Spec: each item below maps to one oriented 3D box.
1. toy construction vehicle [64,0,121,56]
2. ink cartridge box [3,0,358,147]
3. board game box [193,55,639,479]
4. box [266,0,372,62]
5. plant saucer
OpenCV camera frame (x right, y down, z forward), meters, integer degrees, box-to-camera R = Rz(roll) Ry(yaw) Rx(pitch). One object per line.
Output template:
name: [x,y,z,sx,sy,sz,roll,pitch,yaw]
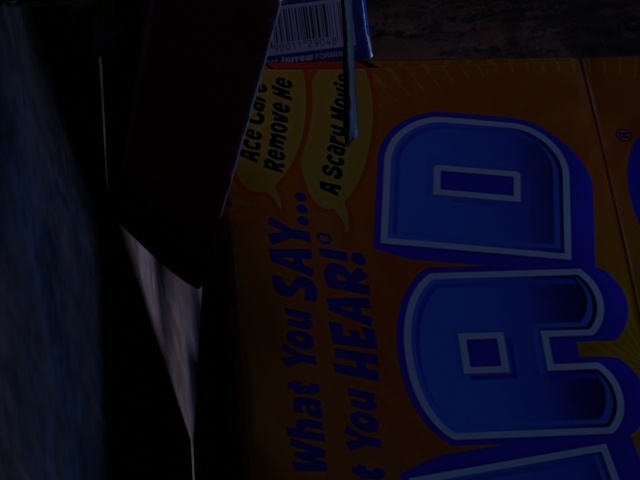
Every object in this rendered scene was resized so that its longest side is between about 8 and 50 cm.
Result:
toy construction vehicle: [-0.102,-0.133,0.805,0.086,0.035,0.098,120,-33,-73]
ink cartridge box: [-0.062,-0.198,0.548,0.309,0.130,0.271,80,5,-70]
board game box: [0.127,0.156,0.958,0.356,0.356,0.356,98,-11,-54]
box: [-0.051,-0.205,1.065,0.036,0.136,0.225,-89,173,-78]
plant saucer: [-0.070,-0.145,0.860,0.258,0.048,0.259,111,-25,-61]
